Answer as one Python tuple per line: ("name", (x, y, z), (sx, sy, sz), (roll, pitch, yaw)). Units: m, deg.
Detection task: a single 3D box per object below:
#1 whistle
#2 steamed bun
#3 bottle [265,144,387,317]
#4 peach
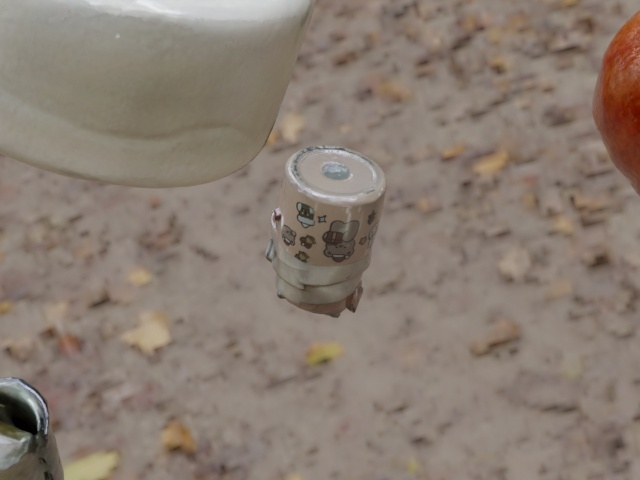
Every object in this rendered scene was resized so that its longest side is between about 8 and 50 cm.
("whistle", (-0.198, 0.191, 1.271), (0.068, 0.326, 0.057), (-18, 61, -13))
("steamed bun", (-0.128, -0.125, 1.136), (0.241, 0.146, 0.164), (9, 35, -17))
("bottle", (0.000, 0.001, 1.638), (0.099, 0.152, 0.099), (7, 37, -5))
("peach", (0.373, -0.129, 1.656), (0.232, 0.232, 0.256), (-37, 4, -28))
